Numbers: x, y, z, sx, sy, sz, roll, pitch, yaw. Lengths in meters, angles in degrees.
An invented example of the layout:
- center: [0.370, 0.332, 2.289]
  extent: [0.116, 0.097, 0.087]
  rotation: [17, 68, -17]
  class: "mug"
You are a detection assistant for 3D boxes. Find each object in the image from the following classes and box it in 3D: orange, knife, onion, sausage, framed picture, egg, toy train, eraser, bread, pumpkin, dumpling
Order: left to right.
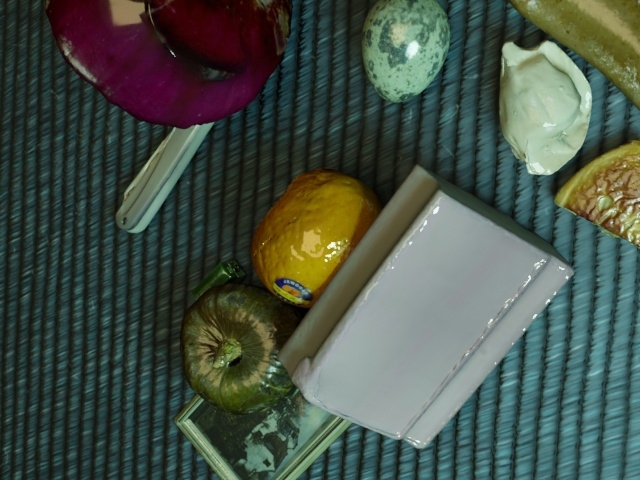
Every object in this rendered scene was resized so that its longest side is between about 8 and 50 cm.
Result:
- center: [-0.278, -0.345, 1.557]
  extent: [0.420, 0.398, 0.398]
  rotation: [-25, 81, 45]
  class: "onion"
- center: [-0.275, -0.125, 1.710]
  extent: [0.073, 0.040, 0.265]
  rotation: [47, 109, 28]
  class: "knife"
- center: [-0.174, 0.072, 1.660]
  extent: [0.093, 0.056, 0.038]
  rotation: [-43, 73, 19]
  class: "toy train"
- center: [-0.133, 0.173, 1.572]
  extent: [0.219, 0.162, 0.219]
  rotation: [1, 92, 23]
  class: "pumpkin"
- center: [-0.096, 0.294, 1.653]
  extent: [0.232, 0.019, 0.296]
  rotation: [47, 109, 16]
  class: "framed picture"
- center: [-0.001, -0.001, 1.496]
  extent: [0.193, 0.219, 0.219]
  rotation: [21, 102, -11]
  class: "orange"
- center: [0.125, -0.291, 1.472]
  extent: [0.132, 0.132, 0.172]
  rotation: [19, 112, 23]
  class: "egg"
- center: [0.146, 0.106, 1.408]
  extent: [0.359, 0.272, 0.122]
  rotation: [-53, 31, 15]
  class: "eraser"
- center: [0.321, -0.196, 1.401]
  extent: [0.136, 0.118, 0.199]
  rotation: [-17, 93, 0]
  class: "dumpling"
- center: [0.400, -0.061, 1.396]
  extent: [0.136, 0.054, 0.154]
  rotation: [-3, 85, 23]
  class: "bread"
- center: [0.445, -0.244, 1.328]
  extent: [0.136, 0.123, 0.501]
  rotation: [-40, 75, -12]
  class: "sausage"
